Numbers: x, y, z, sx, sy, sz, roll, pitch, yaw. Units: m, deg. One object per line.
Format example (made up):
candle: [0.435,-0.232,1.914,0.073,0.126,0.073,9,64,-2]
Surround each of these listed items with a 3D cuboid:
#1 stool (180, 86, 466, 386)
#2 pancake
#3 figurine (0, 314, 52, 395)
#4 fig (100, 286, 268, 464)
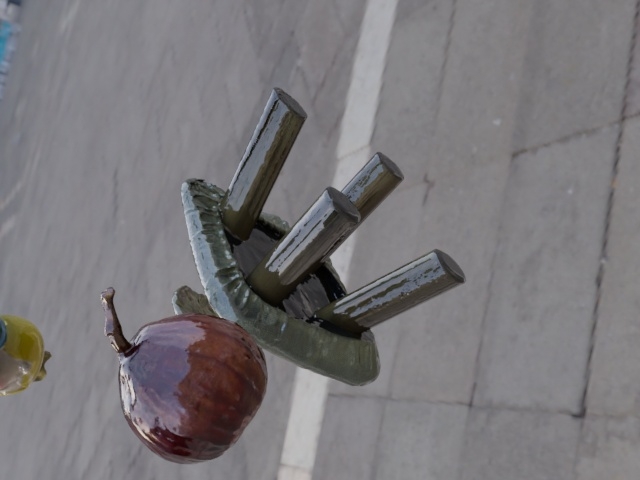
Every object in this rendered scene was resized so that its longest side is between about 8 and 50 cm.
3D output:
stool: [0.000,0.000,1.378,0.226,0.310,0.310,-44,44,19]
pancake: [-0.187,0.172,1.891,0.042,0.222,0.236,-40,-10,11]
figurine: [-0.442,0.163,1.337,0.234,0.127,0.185,77,-175,-55]
fig: [-0.108,0.111,0.809,0.128,0.150,0.128,-11,62,22]
